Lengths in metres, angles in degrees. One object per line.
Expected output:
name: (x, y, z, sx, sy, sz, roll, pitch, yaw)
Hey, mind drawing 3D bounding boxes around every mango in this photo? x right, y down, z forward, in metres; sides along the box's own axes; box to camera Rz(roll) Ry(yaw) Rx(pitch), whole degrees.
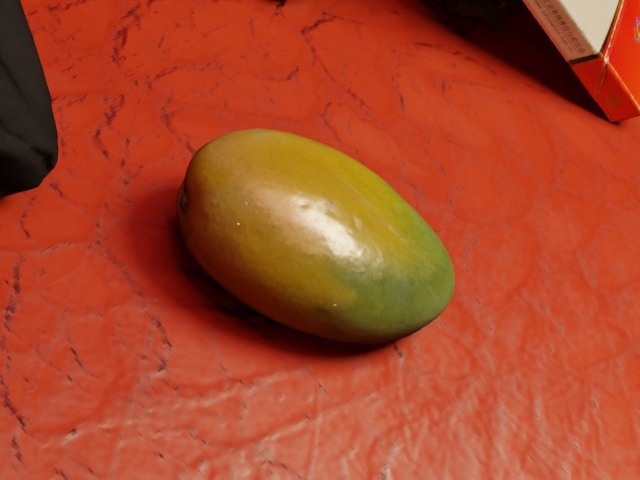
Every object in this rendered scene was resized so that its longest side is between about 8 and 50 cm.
mango: (0.000, 0.000, 1.105, 0.195, 0.092, 0.130, 21, 46, -22)

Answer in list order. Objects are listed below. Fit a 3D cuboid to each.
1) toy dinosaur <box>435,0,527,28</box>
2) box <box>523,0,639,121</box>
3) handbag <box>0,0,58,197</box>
toy dinosaur: (0.103, -0.227, 1.377, 0.187, 0.087, 0.179, 2, 15, -43)
box: (0.188, -0.219, 1.303, 0.245, 0.035, 0.139, 48, 47, -32)
handbag: (-0.305, -0.160, 1.040, 0.178, 0.275, 0.302, -26, 64, 9)
